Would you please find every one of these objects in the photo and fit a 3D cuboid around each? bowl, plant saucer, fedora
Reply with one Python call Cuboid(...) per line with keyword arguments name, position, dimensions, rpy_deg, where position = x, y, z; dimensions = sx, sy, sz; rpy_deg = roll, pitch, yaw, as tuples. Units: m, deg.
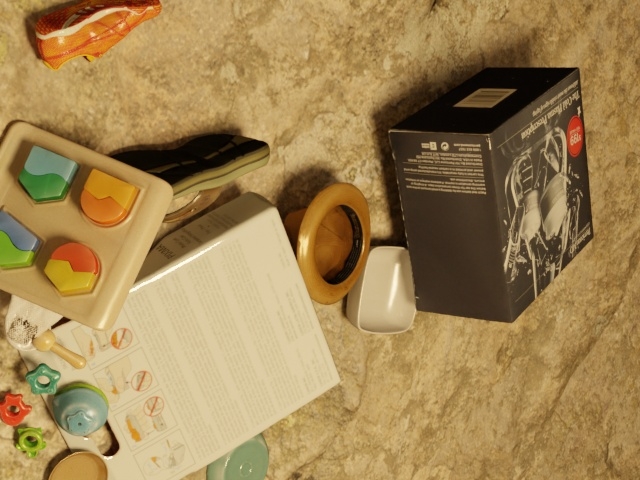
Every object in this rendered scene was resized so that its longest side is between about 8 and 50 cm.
Cuboid(name="bowl", position=(0.096, 0.076, 1.794), dimensions=(0.142, 0.053, 0.142), rpy_deg=(6, 94, -45))
Cuboid(name="plant saucer", position=(-0.317, 0.309, 1.457), dimensions=(0.083, 0.015, 0.083), rpy_deg=(-12, 112, -32))
Cuboid(name="plant saucer", position=(-0.116, 0.336, 1.665), dimensions=(0.119, 0.021, 0.119), rpy_deg=(-12, 108, -42))
Cuboid(name="fedora", position=(0.000, 0.000, 1.659), dimensions=(0.194, 0.079, 0.194), rpy_deg=(-26, 123, -50))

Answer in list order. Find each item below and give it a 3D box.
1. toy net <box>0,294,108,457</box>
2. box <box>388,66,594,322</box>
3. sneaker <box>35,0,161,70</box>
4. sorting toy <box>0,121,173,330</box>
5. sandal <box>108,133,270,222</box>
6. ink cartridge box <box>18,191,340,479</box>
Cuboid(name="toy net", position=(-0.344, 0.152, 1.375), dimensions=(0.122, 0.045, 0.232), rpy_deg=(-14, 113, -2))
Cuboid(name="box", position=(0.289, -0.085, 1.822), dimensions=(0.343, 0.179, 0.312), rpy_deg=(-36, 124, -46))
Cuboid(name="sneaker", position=(-0.270, -0.258, 1.365), dimensions=(0.175, 0.064, 0.067), rpy_deg=(-28, 138, -32))
Cuboid(name="sorting toy", position=(-0.302, -0.019, 1.306), dimensions=(0.208, 0.038, 0.193), rpy_deg=(23, 79, 0))
Cuboid(name="sandal", position=(-0.182, -0.067, 1.449), dimensions=(0.303, 0.120, 0.086), rpy_deg=(-19, 126, -41))
Cuboid(name="ink cartridge box", position=(-0.187, 0.156, 1.536), dimensions=(0.385, 0.091, 0.308), rpy_deg=(-29, 120, -17))
